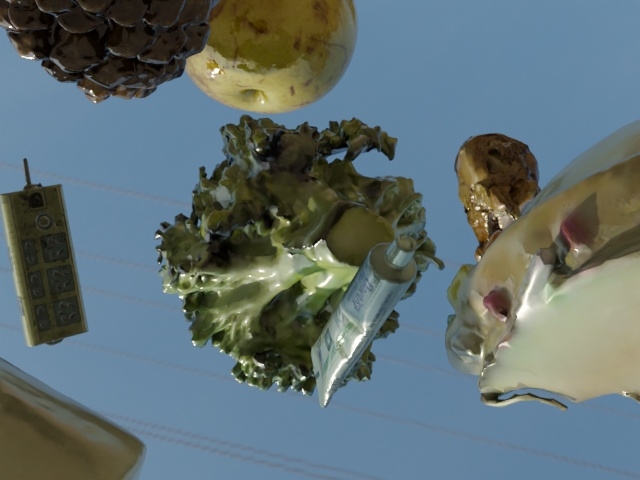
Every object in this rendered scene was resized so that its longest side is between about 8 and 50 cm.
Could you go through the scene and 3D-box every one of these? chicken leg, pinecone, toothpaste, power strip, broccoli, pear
[{"bbox_3d":[0.194,-0.010,1.063,0.085,0.208,0.101,-17,-166,-26],"label":"chicken leg"},{"bbox_3d":[-0.176,-0.211,0.850,0.179,0.204,0.184,-15,-95,-1],"label":"pinecone"},{"bbox_3d":[0.032,0.065,0.867,0.041,0.218,0.064,2,-127,-21],"label":"toothpaste"},{"bbox_3d":[-0.391,0.017,1.445,0.092,0.034,0.268,-13,-83,-37],"label":"power strip"},{"bbox_3d":[-0.013,0.005,1.222,0.334,0.272,0.324,43,-140,-15],"label":"broccoli"},{"bbox_3d":[-0.078,-0.325,1.534,0.280,0.281,0.281,2,-125,-3],"label":"pear"}]

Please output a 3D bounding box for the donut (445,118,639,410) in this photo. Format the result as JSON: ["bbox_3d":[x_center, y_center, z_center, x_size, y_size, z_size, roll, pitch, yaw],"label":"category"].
[{"bbox_3d":[0.271,0.059,0.532,0.371,0.307,0.150,37,-134,-14],"label":"donut"}]

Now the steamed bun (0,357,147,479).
[{"bbox_3d":[-0.361,0.281,0.766,0.371,0.290,0.456,27,-101,4],"label":"steamed bun"}]
